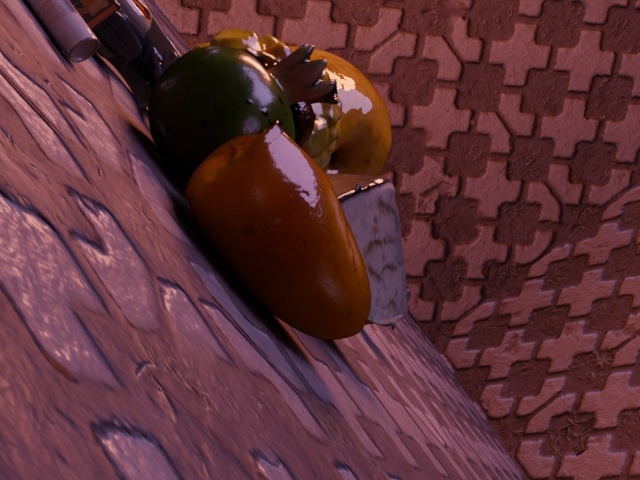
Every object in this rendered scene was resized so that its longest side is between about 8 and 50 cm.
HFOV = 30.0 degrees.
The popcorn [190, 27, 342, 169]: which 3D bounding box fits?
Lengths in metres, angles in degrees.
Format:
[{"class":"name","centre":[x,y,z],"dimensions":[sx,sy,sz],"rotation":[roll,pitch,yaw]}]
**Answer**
[{"class":"popcorn","centre":[-0.099,-0.199,1.858],"dimensions":[0.258,0.224,0.270],"rotation":[26,29,-38]}]

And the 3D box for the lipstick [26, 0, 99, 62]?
[{"class":"lipstick","centre":[-0.297,-0.259,1.315],"dimensions":[0.141,0.040,0.040],"rotation":[52,3,17]}]

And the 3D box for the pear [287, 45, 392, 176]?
[{"class":"pear","centre":[-0.031,-0.201,2.118],"dimensions":[0.314,0.314,0.314],"rotation":[51,3,-4]}]

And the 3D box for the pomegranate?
[{"class":"pomegranate","centre":[-0.091,-0.154,1.412],"dimensions":[0.187,0.225,0.187],"rotation":[54,-11,15]}]

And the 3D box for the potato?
[{"class":"potato","centre":[-0.031,0.012,1.621],"dimensions":[0.264,0.189,0.211],"rotation":[11,-67,40]}]

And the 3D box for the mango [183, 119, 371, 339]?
[{"class":"mango","centre":[-0.030,0.010,1.278],"dimensions":[0.257,0.138,0.187],"rotation":[54,-9,-14]}]

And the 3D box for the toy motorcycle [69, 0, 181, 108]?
[{"class":"toy motorcycle","centre":[-0.244,-0.249,1.532],"dimensions":[0.263,0.091,0.157],"rotation":[50,8,-35]}]

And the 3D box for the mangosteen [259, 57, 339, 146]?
[{"class":"mangosteen","centre":[-0.086,-0.163,1.585],"dimensions":[0.172,0.184,0.172],"rotation":[22,-43,22]}]

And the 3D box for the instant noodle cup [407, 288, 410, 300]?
[{"class":"instant noodle cup","centre":[0.071,0.047,2.168],"dimensions":[0.185,0.168,0.168],"rotation":[62,7,25]}]
